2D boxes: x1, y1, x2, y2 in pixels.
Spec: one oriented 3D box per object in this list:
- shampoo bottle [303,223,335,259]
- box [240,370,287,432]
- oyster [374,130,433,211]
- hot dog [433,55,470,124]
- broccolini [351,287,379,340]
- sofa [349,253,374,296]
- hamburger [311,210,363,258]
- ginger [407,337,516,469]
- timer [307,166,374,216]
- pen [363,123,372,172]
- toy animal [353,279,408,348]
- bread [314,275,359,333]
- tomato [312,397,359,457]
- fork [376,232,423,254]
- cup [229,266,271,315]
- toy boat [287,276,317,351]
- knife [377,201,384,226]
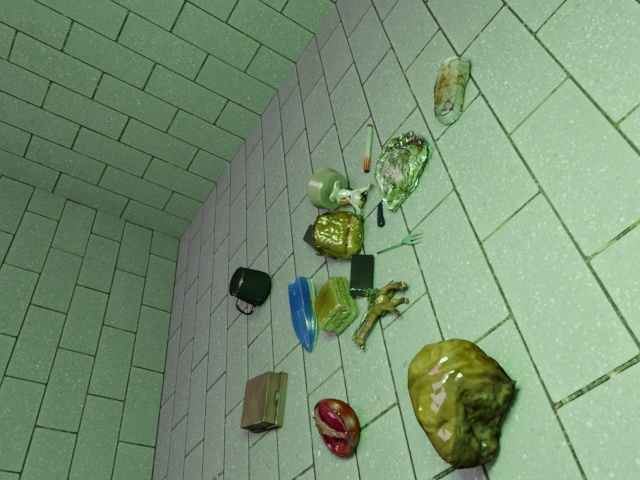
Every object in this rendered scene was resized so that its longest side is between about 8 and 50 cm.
[{"bbox_3d":[0.000,0.000,2.239,0.079,0.080,0.246,-63,27,6],"label":"shampoo bottle"},{"bbox_3d":[-0.229,0.645,2.166,0.215,0.086,0.215,-33,42,47],"label":"box"},{"bbox_3d":[0.283,-0.253,1.908,0.268,0.112,0.198,-50,52,15],"label":"oyster"},{"bbox_3d":[0.442,-0.511,1.840,0.131,0.069,0.253,-7,66,49],"label":"hot dog"},{"bbox_3d":[0.153,0.249,1.822,0.054,0.052,0.194,18,86,28],"label":"broccolini"},{"bbox_3d":[0.147,0.124,1.912,0.060,0.085,0.147,78,-165,-59],"label":"sofa"},{"bbox_3d":[0.059,-0.026,2.041,0.205,0.130,0.183,2,75,21],"label":"hamburger"},{"bbox_3d":[0.308,0.365,1.276,0.223,0.200,0.270,21,88,61],"label":"ginger"},{"bbox_3d":[0.093,-0.185,2.172,0.266,0.175,0.175,23,91,47],"label":"timer"},{"bbox_3d":[0.196,-0.381,2.226,0.028,0.028,0.239,-32,44,49],"label":"pen"},{"bbox_3d":[0.191,0.233,1.750,0.275,0.054,0.149,-47,35,33],"label":"toy animal"},{"bbox_3d":[0.051,0.227,1.957,0.138,0.102,0.196,-49,31,27],"label":"bread"},{"bbox_3d":[0.064,0.571,1.689,0.173,0.099,0.190,11,119,48],"label":"tomato"},{"bbox_3d":[0.256,0.017,1.827,0.235,0.021,0.039,-25,46,53],"label":"fork"},{"bbox_3d":[-0.345,0.241,2.583,0.169,0.176,0.223,-3,66,57],"label":"cup"},{"bbox_3d":[-0.059,0.299,2.133,0.129,0.088,0.296,-40,49,41],"label":"toy boat"},{"bbox_3d":[0.220,-0.097,1.982,0.031,0.018,0.121,-48,32,46],"label":"knife"}]
